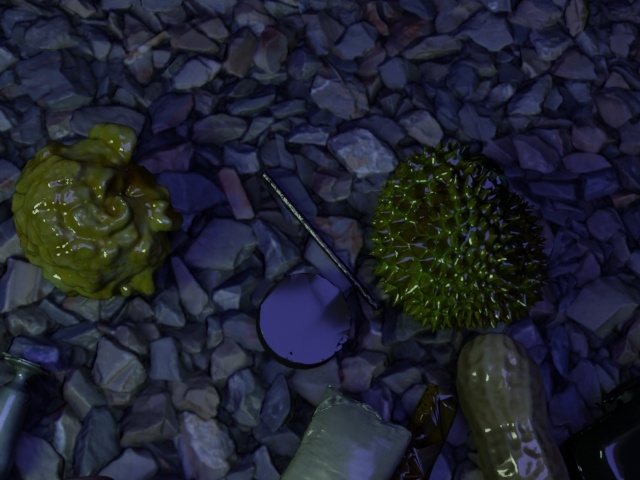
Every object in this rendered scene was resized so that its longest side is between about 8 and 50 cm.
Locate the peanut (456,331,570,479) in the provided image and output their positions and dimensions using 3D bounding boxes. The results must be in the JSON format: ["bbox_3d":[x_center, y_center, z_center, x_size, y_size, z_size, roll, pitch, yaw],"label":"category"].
[{"bbox_3d":[0.270,0.273,1.195,0.120,0.136,0.298,-19,80,26],"label":"peanut"}]

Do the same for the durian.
[{"bbox_3d":[0.187,0.005,1.205,0.225,0.291,0.291,-26,77,23],"label":"durian"}]

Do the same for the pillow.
[{"bbox_3d":[0.025,0.305,1.150,0.134,0.078,0.181,24,71,22],"label":"pillow"}]

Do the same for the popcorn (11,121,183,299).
[{"bbox_3d":[-0.290,-0.034,1.152,0.235,0.181,0.216,35,69,-6],"label":"popcorn"}]

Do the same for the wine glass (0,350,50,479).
[{"bbox_3d":[-0.408,0.228,1.112,0.072,0.072,0.155,20,71,-4],"label":"wine glass"}]

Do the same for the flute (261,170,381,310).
[{"bbox_3d":[0.000,0.000,1.284,0.014,0.014,0.269,-38,83,-18],"label":"flute"}]

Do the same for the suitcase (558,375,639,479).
[{"bbox_3d":[0.540,0.334,1.193,0.345,0.188,0.339,-26,81,-15],"label":"suitcase"}]

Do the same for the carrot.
[{"bbox_3d":[0.127,0.304,1.191,0.069,0.069,0.228,30,70,-1],"label":"carrot"}]

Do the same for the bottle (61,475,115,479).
[{"bbox_3d":[-0.278,0.440,0.995,0.173,0.206,0.296,-21,68,-2],"label":"bottle"}]

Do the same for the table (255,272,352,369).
[{"bbox_3d":[-0.024,0.115,1.229,0.134,0.043,0.133,3,73,-9],"label":"table"}]
